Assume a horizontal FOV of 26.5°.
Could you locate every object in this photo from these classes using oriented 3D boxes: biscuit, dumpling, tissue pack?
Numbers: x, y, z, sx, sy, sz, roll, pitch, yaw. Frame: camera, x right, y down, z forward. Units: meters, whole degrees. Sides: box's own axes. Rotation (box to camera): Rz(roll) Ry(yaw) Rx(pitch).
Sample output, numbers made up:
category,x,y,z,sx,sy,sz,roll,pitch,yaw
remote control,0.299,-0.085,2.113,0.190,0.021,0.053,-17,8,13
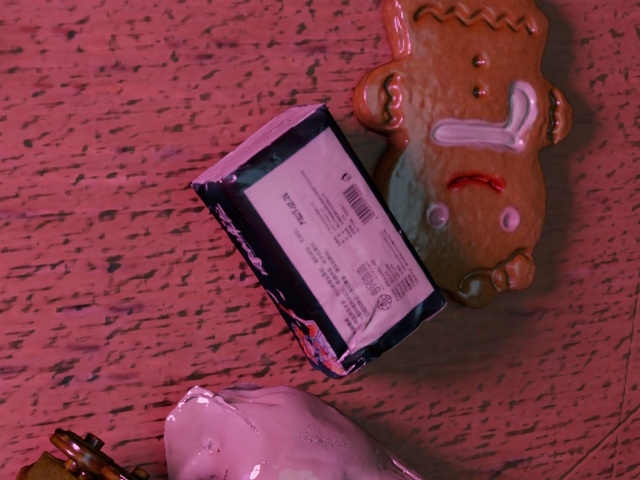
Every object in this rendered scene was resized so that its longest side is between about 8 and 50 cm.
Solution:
category,x,y,z,sx,sy,sz,roll,pitch,yaw
biscuit,0.109,-0.073,1.017,0.184,0.035,0.249,5,89,-24
dumpling,-0.018,0.175,0.926,0.199,0.118,0.136,20,100,-2
tissue pack,0.000,0.001,0.939,0.103,0.090,0.170,-37,104,-20

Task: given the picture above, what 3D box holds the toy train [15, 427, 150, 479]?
category,x,y,z,sx,sy,sz,roll,pitch,yaw
toy train,-0.105,0.198,0.833,0.137,0.225,0.090,43,76,-36
